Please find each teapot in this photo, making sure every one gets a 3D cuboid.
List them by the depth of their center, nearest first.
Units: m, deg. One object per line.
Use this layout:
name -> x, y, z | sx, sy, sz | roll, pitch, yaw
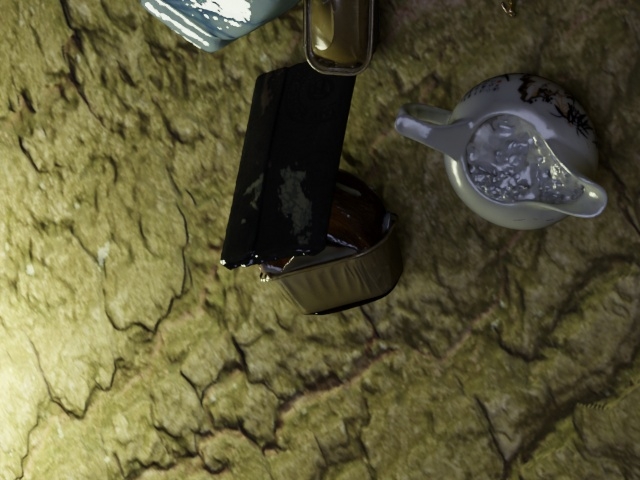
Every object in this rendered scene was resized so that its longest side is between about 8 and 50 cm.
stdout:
teapot -> 0.243, -0.118, 1.815 | 0.299, 0.166, 0.208 | 17, 125, 11

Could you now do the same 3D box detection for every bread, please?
bread -> 0.000, 0.000, 1.978 | 0.224, 0.142, 0.212 | -17, 115, 31

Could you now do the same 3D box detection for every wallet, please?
wallet -> -0.046, -0.113, 1.906 | 0.170, 0.321, 0.044 | -7, 147, 29

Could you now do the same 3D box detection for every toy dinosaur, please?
toy dinosaur -> 0.244, -0.350, 1.808 | 0.041, 0.026, 0.113 | -6, 112, 45

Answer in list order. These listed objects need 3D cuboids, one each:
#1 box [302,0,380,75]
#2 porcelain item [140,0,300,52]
box -> 0.032, -0.318, 1.882 | 0.111, 0.111, 0.177 | 7, 107, 25
porcelain item -> -0.110, -0.396, 1.785 | 0.242, 0.178, 0.405 | 34, 155, -9
